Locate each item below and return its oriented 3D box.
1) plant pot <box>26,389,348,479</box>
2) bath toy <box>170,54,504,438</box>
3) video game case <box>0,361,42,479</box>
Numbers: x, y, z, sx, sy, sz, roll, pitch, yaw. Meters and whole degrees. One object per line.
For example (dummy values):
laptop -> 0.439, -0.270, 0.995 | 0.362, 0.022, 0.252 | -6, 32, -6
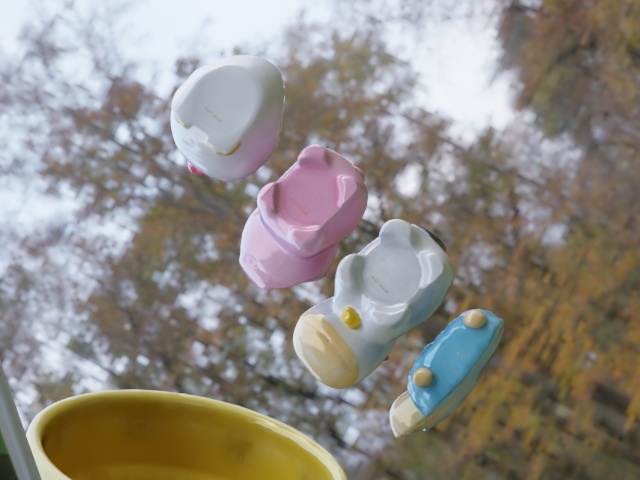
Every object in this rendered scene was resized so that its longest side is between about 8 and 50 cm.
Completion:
plant pot -> -0.124, 0.273, 1.176 | 0.254, 0.254, 0.239 | -19, -55, -65
bath toy -> 0.000, 0.000, 1.251 | 0.151, 0.348, 0.129 | -41, -15, 2
video game case -> -0.266, 0.232, 0.767 | 0.300, 0.329, 0.036 | -19, -1, -15
